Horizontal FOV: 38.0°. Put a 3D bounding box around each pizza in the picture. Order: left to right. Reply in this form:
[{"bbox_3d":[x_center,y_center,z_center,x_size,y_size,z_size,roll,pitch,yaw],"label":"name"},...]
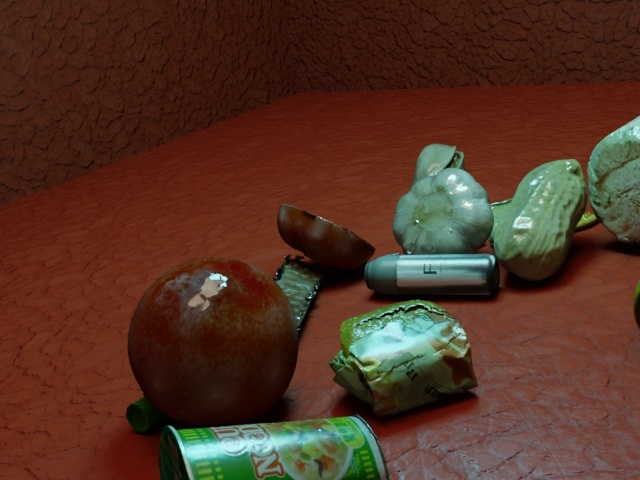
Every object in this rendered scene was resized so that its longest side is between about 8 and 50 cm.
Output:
[{"bbox_3d":[0.537,-0.045,2.026,0.123,0.026,0.108,-18,18,-23],"label":"pizza"}]

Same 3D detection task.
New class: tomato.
[{"bbox_3d":[-0.162,0.147,1.420,0.264,0.265,0.265,-9,18,3],"label":"tomato"},{"bbox_3d":[0.001,0.003,1.953,0.225,0.085,0.225,24,-2,1],"label":"tomato"}]

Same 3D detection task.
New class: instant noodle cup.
[{"bbox_3d":[-0.052,0.297,1.079,0.232,0.207,0.207,-8,17,-22],"label":"instant noodle cup"}]

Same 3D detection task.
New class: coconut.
[{"bbox_3d":[0.711,-0.134,1.828,0.309,0.298,0.297,-26,24,-35],"label":"coconut"}]

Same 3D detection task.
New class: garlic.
[{"bbox_3d":[0.272,-0.026,1.926,0.218,0.219,0.212,5,-14,36],"label":"garlic"}]

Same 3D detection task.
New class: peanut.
[{"bbox_3d":[0.433,-0.044,1.822,0.152,0.152,0.313,3,47,34],"label":"peanut"}]

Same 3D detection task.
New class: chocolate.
[{"bbox_3d":[-0.059,0.116,1.794,0.102,0.065,0.329,8,22,8],"label":"chocolate"}]

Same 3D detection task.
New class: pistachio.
[{"bbox_3d":[0.301,-0.173,2.376,0.152,0.126,0.223,-39,14,21],"label":"pistachio"}]

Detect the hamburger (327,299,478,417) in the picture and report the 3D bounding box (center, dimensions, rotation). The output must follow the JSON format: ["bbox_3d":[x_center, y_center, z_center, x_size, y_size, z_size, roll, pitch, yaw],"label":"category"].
[{"bbox_3d":[0.113,0.166,1.445,0.214,0.125,0.235,-3,31,-13],"label":"hamburger"}]

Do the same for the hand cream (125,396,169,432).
[{"bbox_3d":[-0.204,0.239,1.539,0.079,0.050,0.275,32,32,23],"label":"hand cream"}]

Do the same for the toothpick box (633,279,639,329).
[{"bbox_3d":[0.592,0.065,1.449,0.175,0.175,0.271,5,26,36],"label":"toothpick box"}]

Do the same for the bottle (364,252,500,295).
[{"bbox_3d":[0.213,0.061,1.777,0.253,0.079,0.096,-2,44,22],"label":"bottle"}]

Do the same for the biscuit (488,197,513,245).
[{"bbox_3d":[0.443,-0.043,2.010,0.187,0.036,0.273,-18,18,9],"label":"biscuit"}]
